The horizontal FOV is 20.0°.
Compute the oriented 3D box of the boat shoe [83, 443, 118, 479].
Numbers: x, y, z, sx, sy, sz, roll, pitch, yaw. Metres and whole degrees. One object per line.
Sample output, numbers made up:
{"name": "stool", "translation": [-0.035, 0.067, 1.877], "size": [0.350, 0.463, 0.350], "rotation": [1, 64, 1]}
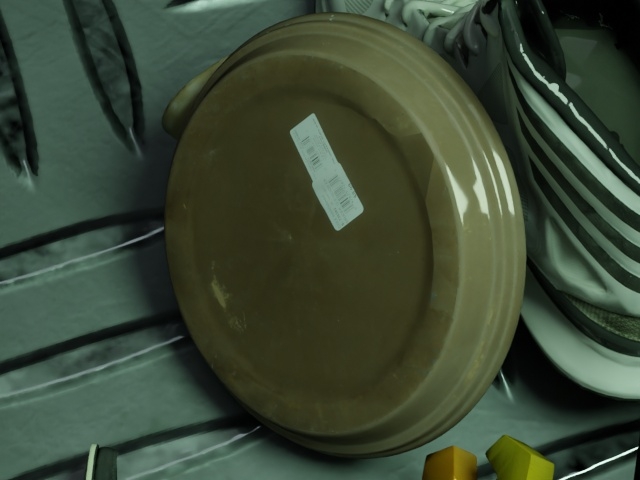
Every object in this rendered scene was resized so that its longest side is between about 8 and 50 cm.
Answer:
{"name": "boat shoe", "translation": [-0.129, 0.189, 1.114], "size": [0.042, 0.049, 0.133], "rotation": [-1, 62, -5]}

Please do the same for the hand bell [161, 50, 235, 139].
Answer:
{"name": "hand bell", "translation": [0.005, -0.006, 1.208], "size": [0.126, 0.126, 0.242], "rotation": [-26, 76, -13]}

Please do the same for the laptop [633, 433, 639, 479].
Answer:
{"name": "laptop", "translation": [0.340, 0.297, 0.841], "size": [0.382, 0.236, 0.408], "rotation": [-4, 54, 27]}

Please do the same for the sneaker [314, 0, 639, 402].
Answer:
{"name": "sneaker", "translation": [0.132, -0.136, 1.148], "size": [0.169, 0.257, 0.447], "rotation": [-21, 51, -16]}

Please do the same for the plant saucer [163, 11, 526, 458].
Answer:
{"name": "plant saucer", "translation": [0.000, 0.000, 1.108], "size": [0.041, 0.278, 0.278], "rotation": [-10, 51, -50]}

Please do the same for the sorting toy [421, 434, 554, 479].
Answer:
{"name": "sorting toy", "translation": [0.093, 0.248, 0.993], "size": [0.041, 0.229, 0.307], "rotation": [28, 58, -25]}
